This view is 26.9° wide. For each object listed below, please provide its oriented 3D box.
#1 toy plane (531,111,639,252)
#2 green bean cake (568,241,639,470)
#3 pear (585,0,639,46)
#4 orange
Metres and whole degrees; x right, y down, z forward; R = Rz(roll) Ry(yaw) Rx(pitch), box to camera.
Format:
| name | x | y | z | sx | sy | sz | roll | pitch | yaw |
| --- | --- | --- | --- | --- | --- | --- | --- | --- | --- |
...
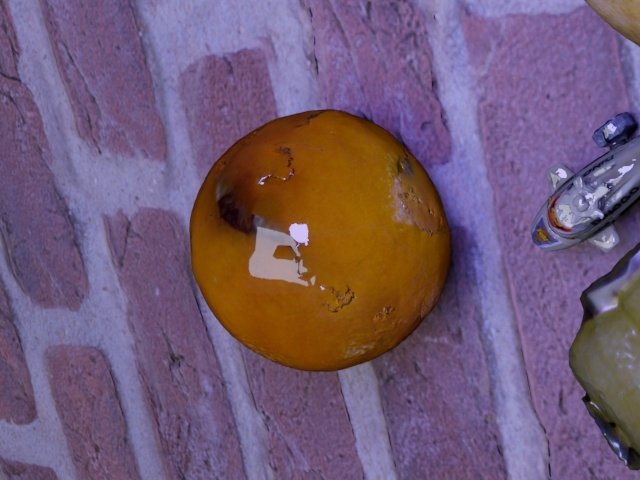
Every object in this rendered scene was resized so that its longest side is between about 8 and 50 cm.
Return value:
| name | x | y | z | sx | sy | sz | roll | pitch | yaw |
| --- | --- | --- | --- | --- | --- | --- | --- | --- | --- |
| toy plane | 0.274 | -0.075 | 1.079 | 0.286 | 0.108 | 0.092 | -39 | 80 | 32 |
| green bean cake | 0.375 | 0.076 | 0.970 | 0.310 | 0.285 | 0.202 | -49 | 49 | 20 |
| pear | 0.273 | -0.263 | 0.840 | 0.314 | 0.314 | 0.314 | 19 | 120 | 35 |
| orange | 0.000 | 0.000 | 1.248 | 0.246 | 0.246 | 0.246 | 19 | 120 | 35 |
